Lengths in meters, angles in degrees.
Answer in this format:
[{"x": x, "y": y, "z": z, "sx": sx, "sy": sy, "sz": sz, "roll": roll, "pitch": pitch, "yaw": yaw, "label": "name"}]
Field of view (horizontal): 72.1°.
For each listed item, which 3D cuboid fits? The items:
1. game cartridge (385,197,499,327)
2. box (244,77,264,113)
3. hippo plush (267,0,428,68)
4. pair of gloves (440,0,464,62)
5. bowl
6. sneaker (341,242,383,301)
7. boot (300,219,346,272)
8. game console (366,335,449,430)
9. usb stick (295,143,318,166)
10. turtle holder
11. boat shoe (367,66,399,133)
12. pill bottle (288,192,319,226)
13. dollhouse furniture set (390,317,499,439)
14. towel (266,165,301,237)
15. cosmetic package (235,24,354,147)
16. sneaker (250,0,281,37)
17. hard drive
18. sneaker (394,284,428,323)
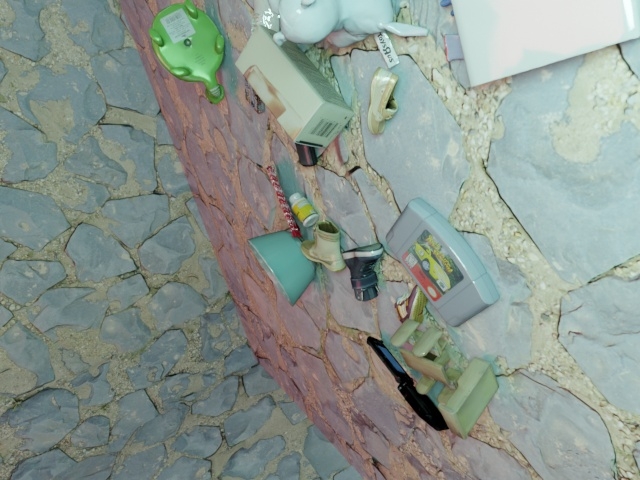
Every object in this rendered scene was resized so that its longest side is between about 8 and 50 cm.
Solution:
[{"x": 0.278, "y": 0.051, "z": 1.040, "sx": 0.294, "sy": 0.060, "sz": 0.196, "roll": 55, "pitch": 150, "yaw": 18, "label": "game cartridge"}, {"x": -0.226, "y": -0.518, "z": 1.504, "sx": 0.094, "sy": 0.027, "sz": 0.137, "roll": 52, "pitch": 154, "yaw": 26, "label": "box"}, {"x": 0.002, "y": -0.451, "z": 0.866, "sx": 0.294, "sy": 0.237, "sz": 0.234, "roll": 64, "pitch": 155, "yaw": -1, "label": "hippo plush"}, {"x": 0.256, "y": -0.363, "z": 0.712, "sx": 0.159, "sy": 0.023, "sz": 0.198, "roll": 29, "pitch": 138, "yaw": 52, "label": "pair of gloves"}, {"x": -0.132, "y": 0.083, "z": 1.699, "sx": 0.311, "sy": 0.163, "sz": 0.311, "roll": 51, "pitch": 167, "yaw": 17, "label": "bowl"}, {"x": 0.142, "y": 0.096, "z": 1.289, "sx": 0.226, "sy": 0.086, "sz": 0.163, "roll": 158, "pitch": 97, "yaw": -75, "label": "sneaker"}, {"x": 0.000, "y": 0.000, "z": 1.508, "sx": 0.213, "sy": 0.077, "sz": 0.165, "roll": 29, "pitch": 139, "yaw": 44, "label": "boot"}, {"x": 0.257, "y": 0.430, "z": 1.364, "sx": 0.361, "sy": 0.044, "sz": 0.213, "roll": 49, "pitch": -178, "yaw": 42, "label": "game console"}, {"x": -0.065, "y": -0.356, "z": 1.324, "sx": 0.077, "sy": 0.045, "sz": 0.278, "roll": 25, "pitch": 135, "yaw": 55, "label": "usb stick"}, {"x": -0.452, "y": -0.684, "z": 1.598, "sx": 0.320, "sy": 0.243, "sz": 0.227, "roll": 29, "pitch": -177, "yaw": -20, "label": "turtle holder"}, {"x": 0.140, "y": -0.294, "z": 0.961, "sx": 0.059, "sy": 0.063, "sz": 0.170, "roll": 22, "pitch": 154, "yaw": 16, "label": "boat shoe"}, {"x": -0.061, "y": -0.109, "z": 1.533, "sx": 0.116, "sy": 0.065, "sz": 0.065, "roll": 55, "pitch": 154, "yaw": 20, "label": "pill bottle"}, {"x": 0.293, "y": 0.356, "z": 1.119, "sx": 0.242, "sy": 0.161, "sz": 0.212, "roll": 13, "pitch": 140, "yaw": 51, "label": "dollhouse furniture set"}, {"x": -0.133, "y": -0.146, "z": 1.611, "sx": 0.199, "sy": 0.031, "sz": 0.274, "roll": -117, "pitch": 6, "yaw": -80, "label": "towel"}, {"x": -0.069, "y": -0.390, "z": 1.130, "sx": 0.129, "sy": 0.153, "sz": 0.296, "roll": -46, "pitch": 67, "yaw": 29, "label": "cosmetic package"}, {"x": -0.155, "y": -0.577, "z": 1.228, "sx": 0.090, "sy": 0.095, "sz": 0.235, "roll": 29, "pitch": 137, "yaw": 54, "label": "sneaker"}, {"x": 0.268, "y": -0.411, "z": 0.579, "sx": 0.233, "sy": 0.047, "sz": 0.353, "roll": 2, "pitch": 115, "yaw": 53, "label": "hard drive"}, {"x": 0.242, "y": 0.173, "z": 1.207, "sx": 0.084, "sy": 0.070, "sz": 0.185, "roll": 38, "pitch": 145, "yaw": 33, "label": "sneaker"}]
